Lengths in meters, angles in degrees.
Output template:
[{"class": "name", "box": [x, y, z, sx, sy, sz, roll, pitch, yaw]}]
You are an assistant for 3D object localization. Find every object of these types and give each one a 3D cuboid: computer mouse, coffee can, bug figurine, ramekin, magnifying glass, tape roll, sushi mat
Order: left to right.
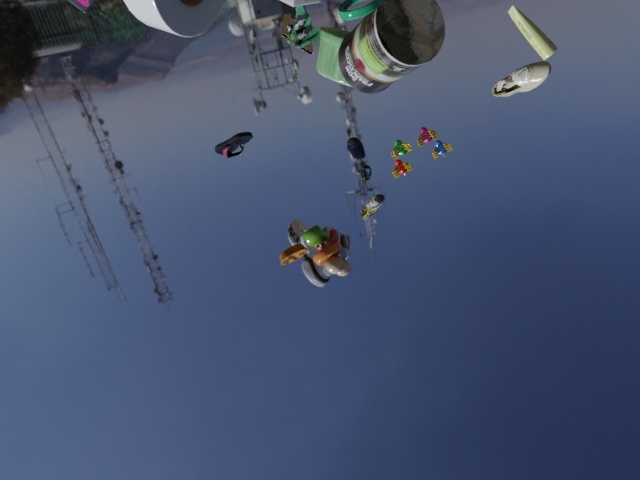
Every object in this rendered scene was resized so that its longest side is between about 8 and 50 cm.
[{"class": "tape roll", "box": [-0.330, -0.624, 1.023, 0.100, 0.286, 0.286, 22, -146, 15]}, {"class": "sushi mat", "box": [-0.101, -0.904, 1.954, 0.019, 0.151, 0.317, -49, -154, 31]}, {"class": "ramekin", "box": [0.128, -0.670, 1.657, 0.303, 0.148, 0.303, 12, -150, -7]}, {"class": "computer mouse", "box": [0.168, -0.341, 1.918, 0.071, 0.242, 0.041, -2, -130, 26]}, {"class": "magnifying glass", "box": [0.141, -0.558, 0.999, 0.231, 0.026, 0.092, -36, -137, -7]}, {"class": "coffee can", "box": [0.190, -0.553, 1.264, 0.201, 0.202, 0.275, -20, -172, -16]}, {"class": "bug figurine", "box": [0.427, -0.395, 1.969, 0.279, 0.216, 0.072, -24, -128, 15]}]

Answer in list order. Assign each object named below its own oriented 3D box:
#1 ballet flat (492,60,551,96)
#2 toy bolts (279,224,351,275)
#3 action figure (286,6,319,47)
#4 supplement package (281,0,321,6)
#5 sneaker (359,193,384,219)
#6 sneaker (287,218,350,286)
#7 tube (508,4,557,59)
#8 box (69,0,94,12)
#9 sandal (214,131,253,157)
[{"class": "ballet flat", "box": [0.679, -0.549, 1.540, 0.086, 0.086, 0.248, -18, -176, -10]}, {"class": "toy bolts", "box": [0.004, 0.066, 1.499, 0.218, 0.158, 0.228, -36, 165, 22]}, {"class": "action figure", "box": [-0.079, -0.733, 1.581, 0.063, 0.137, 0.232, -28, -165, -11]}, {"class": "supplement package", "box": [-0.066, -0.813, 1.337, 0.105, 0.179, 0.105, -24, -132, -25]}, {"class": "sneaker", "box": [0.135, -0.089, 1.149, 0.083, 0.031, 0.035, -45, 166, 26]}, {"class": "sneaker", "box": [0.000, 0.000, 1.854, 0.210, 0.137, 0.366, -43, -135, 19]}, {"class": "tube", "box": [0.811, -0.806, 1.728, 0.062, 0.240, 0.070, -43, -178, -24]}, {"class": "box", "box": [-0.765, -0.871, 1.377, 0.143, 0.165, 0.270, -34, -124, 19]}, {"class": "sandal", "box": [-0.235, -0.249, 1.205, 0.067, 0.040, 0.179, -15, -176, -32]}]
